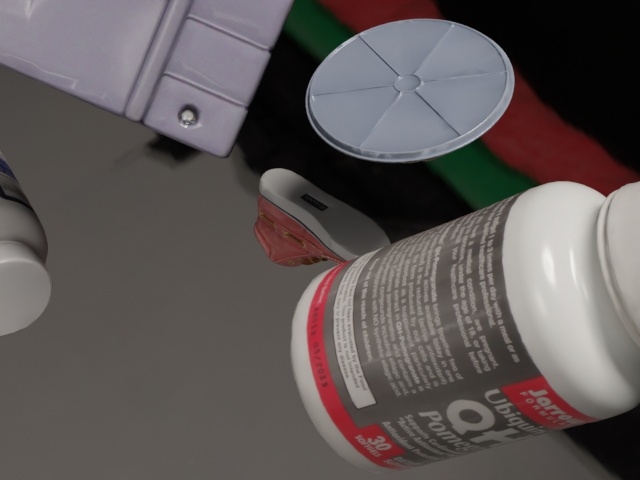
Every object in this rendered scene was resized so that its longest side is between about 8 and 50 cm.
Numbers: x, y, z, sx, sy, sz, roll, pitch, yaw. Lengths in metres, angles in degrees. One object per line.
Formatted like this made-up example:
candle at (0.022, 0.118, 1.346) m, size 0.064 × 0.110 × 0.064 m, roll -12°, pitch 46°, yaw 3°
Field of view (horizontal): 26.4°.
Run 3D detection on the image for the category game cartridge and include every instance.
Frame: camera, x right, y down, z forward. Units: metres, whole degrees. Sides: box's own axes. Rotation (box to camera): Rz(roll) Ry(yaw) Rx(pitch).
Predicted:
game cartridge at (-0.175, -0.221, 0.815) m, size 0.355 × 0.230 × 0.068 m, roll 23°, pitch 12°, yaw -6°

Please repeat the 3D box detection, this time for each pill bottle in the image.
pill bottle at (-0.259, -0.007, 1.015) m, size 0.169 × 0.094 × 0.094 m, roll 52°, pitch -14°, yaw 43°
pill bottle at (0.145, 0.060, 1.022) m, size 0.318 × 0.176 × 0.176 m, roll -23°, pitch -72°, yaw 38°

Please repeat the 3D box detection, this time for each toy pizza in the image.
toy pizza at (0.086, -0.140, 1.312) m, size 0.201 × 0.201 × 0.032 m, roll 37°, pitch -26°, yaw 37°

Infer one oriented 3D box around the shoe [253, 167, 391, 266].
shoe at (0.000, 0.000, 1.449) m, size 0.178 × 0.063 × 0.081 m, roll 35°, pitch -47°, yaw 27°
